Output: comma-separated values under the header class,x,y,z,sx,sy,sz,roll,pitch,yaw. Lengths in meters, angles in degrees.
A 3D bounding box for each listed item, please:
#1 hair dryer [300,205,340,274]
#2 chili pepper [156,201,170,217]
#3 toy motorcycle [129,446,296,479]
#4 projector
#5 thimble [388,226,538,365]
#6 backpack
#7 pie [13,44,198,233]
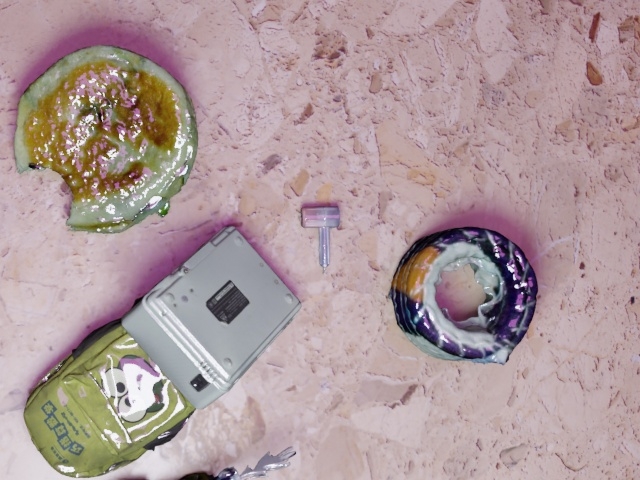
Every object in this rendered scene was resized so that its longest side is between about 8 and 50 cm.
class,x,y,z,sx,sy,sz,roll,pitch,yaw
hair dryer,0.000,0.000,1.874,0.063,0.037,0.114,-2,93,-10
chili pepper,-0.272,-0.149,1.813,0.088,0.059,0.227,-11,89,5
toy motorcycle,-0.218,0.423,1.704,0.401,0.207,0.134,-17,110,-14
projector,-0.160,0.109,1.729,0.192,0.099,0.257,48,40,-3
thimble,0.237,0.096,1.855,0.237,0.150,0.237,1,85,-14
backpack,-0.326,0.248,1.732,0.253,0.140,0.207,-35,91,-4
pie,-0.335,-0.161,1.759,0.302,0.067,0.303,0,95,3
